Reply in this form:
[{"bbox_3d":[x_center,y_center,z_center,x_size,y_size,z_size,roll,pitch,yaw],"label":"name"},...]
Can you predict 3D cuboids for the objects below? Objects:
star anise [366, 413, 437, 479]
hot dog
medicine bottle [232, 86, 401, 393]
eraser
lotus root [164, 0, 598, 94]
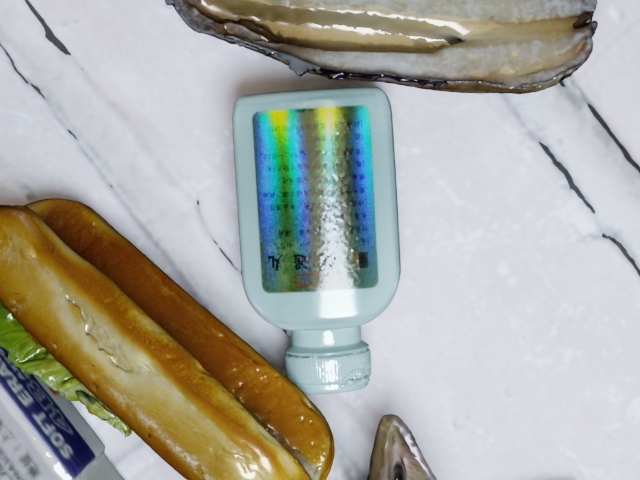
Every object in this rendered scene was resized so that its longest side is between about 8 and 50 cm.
[{"bbox_3d":[0.052,0.302,1.126,0.292,0.109,0.350,5,97,-5],"label":"star anise"},{"bbox_3d":[-0.138,0.084,1.093,0.337,0.135,0.100,39,113,12],"label":"hot dog"},{"bbox_3d":[0.000,0.000,1.120,0.121,0.083,0.229,-3,93,4],"label":"medicine bottle"},{"bbox_3d":[-0.254,0.125,1.115,0.081,0.124,0.279,-38,92,4],"label":"eraser"},{"bbox_3d":[0.042,-0.180,1.116,0.329,0.078,0.167,8,71,3],"label":"lotus root"}]
